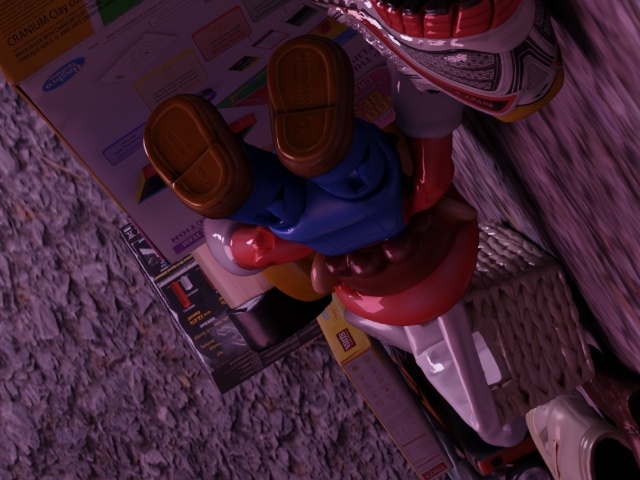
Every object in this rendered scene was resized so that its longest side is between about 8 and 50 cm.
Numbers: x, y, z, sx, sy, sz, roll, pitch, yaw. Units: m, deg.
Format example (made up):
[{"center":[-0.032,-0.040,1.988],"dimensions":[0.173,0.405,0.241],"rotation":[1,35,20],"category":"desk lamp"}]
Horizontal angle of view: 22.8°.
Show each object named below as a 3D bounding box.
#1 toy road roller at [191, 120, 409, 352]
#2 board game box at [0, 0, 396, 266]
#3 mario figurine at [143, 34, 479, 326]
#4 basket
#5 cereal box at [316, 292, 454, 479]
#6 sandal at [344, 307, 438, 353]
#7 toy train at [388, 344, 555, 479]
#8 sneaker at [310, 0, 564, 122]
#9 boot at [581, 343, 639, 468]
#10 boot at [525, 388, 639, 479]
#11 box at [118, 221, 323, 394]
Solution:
[{"center":[0.014,-0.062,1.513],"dimensions":[0.202,0.240,0.329],"rotation":[56,-145,-8],"category":"toy road roller"},{"center":[-0.061,-0.121,1.051],"dimensions":[0.064,0.242,0.316],"rotation":[56,177,23],"category":"board game box"},{"center":[0.002,-0.053,1.052],"dimensions":[0.198,0.170,0.320],"rotation":[13,171,24],"category":"mario figurine"},{"center":[0.127,0.058,1.218],"dimensions":[0.167,0.103,0.113],"rotation":[-136,24,-71],"category":"basket"},{"center":[0.063,0.152,1.833],"dimensions":[0.240,0.047,0.173],"rotation":[56,-177,-40],"category":"cereal box"},{"center":[0.128,0.077,1.622],"dimensions":[0.169,0.102,0.416],"rotation":[26,180,8],"category":"sandal"},{"center":[0.183,0.198,1.935],"dimensions":[0.190,0.142,0.334],"rotation":[67,174,-21],"category":"toy train"},{"center":[0.047,-0.117,0.800],"dimensions":[0.093,0.088,0.225],"rotation":[55,178,-30],"category":"sneaker"},{"center":[0.230,0.136,1.189],"dimensions":[0.114,0.037,0.106],"rotation":[-142,30,-71],"category":"boot"},{"center":[0.265,0.232,1.380],"dimensions":[0.213,0.077,0.165],"rotation":[59,175,-14],"category":"boot"},{"center":[-0.058,0.008,1.958],"dimensions":[0.242,0.307,0.076],"rotation":[54,171,28],"category":"box"}]
